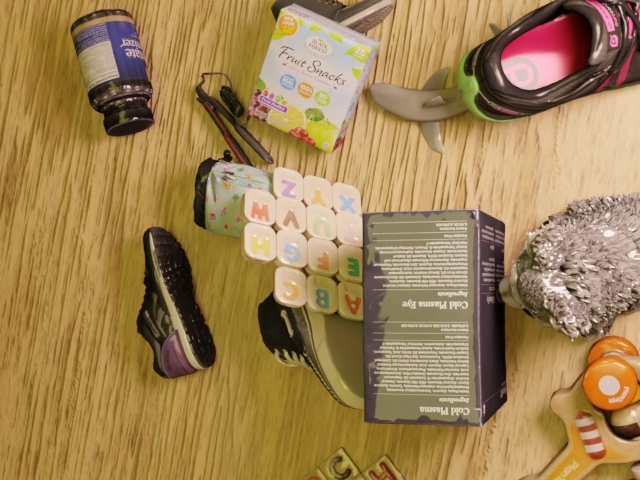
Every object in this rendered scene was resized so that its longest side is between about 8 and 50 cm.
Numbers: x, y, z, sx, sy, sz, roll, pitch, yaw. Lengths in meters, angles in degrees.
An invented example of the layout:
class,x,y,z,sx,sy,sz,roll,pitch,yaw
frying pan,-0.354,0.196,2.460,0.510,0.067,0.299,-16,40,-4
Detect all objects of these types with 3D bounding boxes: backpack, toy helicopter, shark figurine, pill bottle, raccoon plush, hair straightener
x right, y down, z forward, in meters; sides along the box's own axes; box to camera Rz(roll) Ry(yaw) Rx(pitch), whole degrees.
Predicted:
class,x,y,z,sx,sy,sz,roll,pitch,yaw
backpack,-0.134,-0.064,1.835,0.182,0.115,0.152,14,120,18
toy helicopter,0.451,0.345,1.665,0.235,0.140,0.355,41,110,6
shark figurine,0.228,-0.261,1.750,0.278,0.116,0.166,-28,81,16
pill bottle,-0.387,-0.314,1.940,0.123,0.123,0.219,-19,83,16
raccoon plush,0.475,-0.011,1.557,0.446,0.299,0.216,-38,79,12
hair straightener,-0.153,-0.229,1.909,0.089,0.047,0.230,-38,73,12

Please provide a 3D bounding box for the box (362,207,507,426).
class,x,y,z,sx,sy,sz,roll,pitch,yaw
box,0.188,0.117,1.623,0.179,0.343,0.312,-2,86,16

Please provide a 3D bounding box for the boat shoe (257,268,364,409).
class,x,y,z,sx,sy,sz,roll,pitch,yaw
boat shoe,-0.006,0.181,1.739,0.158,0.127,0.340,-52,36,28

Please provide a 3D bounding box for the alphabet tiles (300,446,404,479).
class,x,y,z,sx,sy,sz,roll,pitch,yaw
alphabet tiles,0.076,0.554,1.814,0.285,0.011,0.342,-40,77,12

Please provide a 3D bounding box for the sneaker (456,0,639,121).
class,x,y,z,sx,sy,sz,roll,pitch,yaw
sneaker,0.453,-0.316,1.606,0.483,0.202,0.185,-27,92,0

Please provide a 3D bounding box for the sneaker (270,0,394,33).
class,x,y,z,sx,sy,sz,roll,pitch,yaw
sneaker,0.015,-0.416,1.837,0.222,0.083,0.118,-22,81,17

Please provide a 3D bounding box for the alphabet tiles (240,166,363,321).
class,x,y,z,sx,sy,sz,roll,pitch,yaw
alphabet tiles,0.000,0.000,1.740,0.021,0.284,0.278,130,147,-48

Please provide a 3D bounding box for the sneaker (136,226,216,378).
class,x,y,z,sx,sy,sz,roll,pitch,yaw
sneaker,-0.302,0.119,1.907,0.124,0.107,0.283,-21,82,22

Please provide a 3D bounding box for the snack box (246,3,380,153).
class,x,y,z,sx,sy,sz,roll,pitch,yaw
snack box,-0.015,-0.284,1.801,0.174,0.070,0.207,25,117,9
